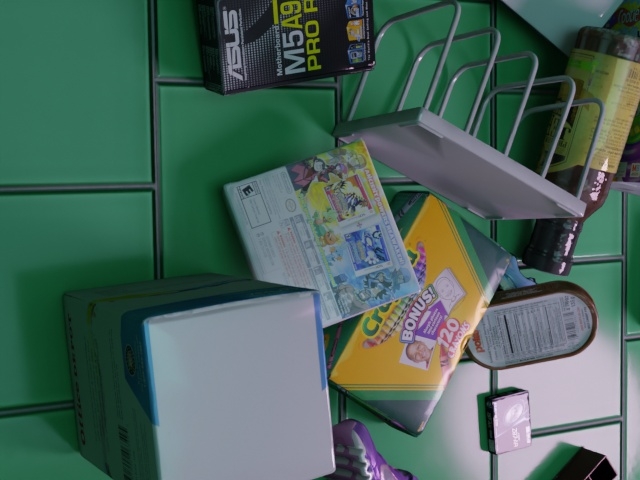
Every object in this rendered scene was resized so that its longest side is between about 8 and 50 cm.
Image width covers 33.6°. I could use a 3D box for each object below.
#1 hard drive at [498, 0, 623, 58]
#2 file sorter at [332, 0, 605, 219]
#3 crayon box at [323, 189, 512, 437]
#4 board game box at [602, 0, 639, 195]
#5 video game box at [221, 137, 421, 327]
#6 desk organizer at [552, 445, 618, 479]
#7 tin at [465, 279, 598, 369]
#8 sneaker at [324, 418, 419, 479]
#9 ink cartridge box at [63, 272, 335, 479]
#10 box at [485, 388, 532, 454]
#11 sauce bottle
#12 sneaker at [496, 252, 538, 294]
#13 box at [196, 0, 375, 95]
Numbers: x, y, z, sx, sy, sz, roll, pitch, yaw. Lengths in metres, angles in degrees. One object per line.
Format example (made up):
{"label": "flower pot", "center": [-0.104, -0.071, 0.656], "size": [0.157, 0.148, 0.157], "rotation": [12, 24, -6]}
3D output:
{"label": "hard drive", "center": [0.376, -0.453, 1.445], "size": [0.233, 0.047, 0.353], "rotation": [32, 101, -26]}
{"label": "file sorter", "center": [0.201, -0.159, 1.365], "size": [0.277, 0.193, 0.173], "rotation": [26, 77, -27]}
{"label": "crayon box", "center": [0.116, 0.093, 1.394], "size": [0.165, 0.081, 0.278], "rotation": [35, 77, -26]}
{"label": "board game box", "center": [0.489, -0.209, 1.543], "size": [0.144, 0.142, 0.275], "rotation": [9, 89, -29]}
{"label": "video game box", "center": [0.000, 0.000, 1.296], "size": [0.187, 0.048, 0.205], "rotation": [-19, 85, -11]}
{"label": "desk organizer", "center": [0.376, 0.370, 1.570], "size": [0.130, 0.050, 0.047], "rotation": [-42, 111, -20]}
{"label": "tin", "center": [0.283, 0.116, 1.447], "size": [0.189, 0.040, 0.106], "rotation": [-13, 101, 8]}
{"label": "sneaker", "center": [0.080, 0.326, 1.391], "size": [0.104, 0.095, 0.236], "rotation": [-32, 112, -30]}
{"label": "ink cartridge box", "center": [-0.141, 0.150, 1.152], "size": [0.197, 0.270, 0.198], "rotation": [-8, 97, -29]}
{"label": "box", "center": [0.270, 0.260, 1.524], "size": [0.067, 0.018, 0.083], "rotation": [-7, 96, -28]}
{"label": "sauce bottle", "center": [0.363, -0.121, 1.478], "size": [0.111, 0.111, 0.344], "rotation": [11, 99, -29]}
{"label": "sneaker", "center": [0.291, 0.086, 1.501], "size": [0.073, 0.063, 0.162], "rotation": [-42, 111, -23]}
{"label": "box", "center": [-0.043, -0.324, 1.265], "size": [0.216, 0.060, 0.270], "rotation": [-14, 111, -28]}
